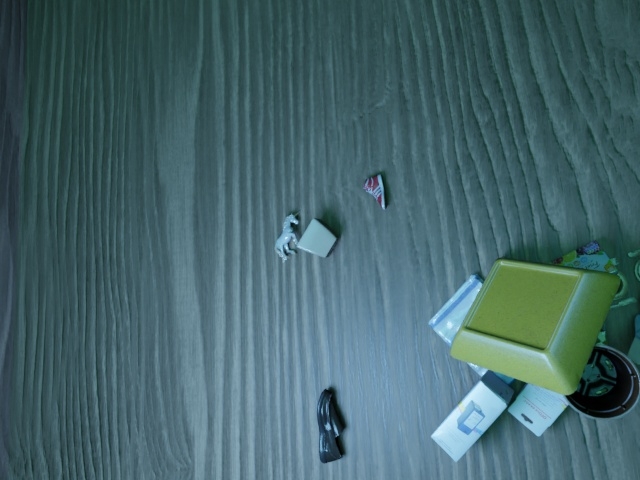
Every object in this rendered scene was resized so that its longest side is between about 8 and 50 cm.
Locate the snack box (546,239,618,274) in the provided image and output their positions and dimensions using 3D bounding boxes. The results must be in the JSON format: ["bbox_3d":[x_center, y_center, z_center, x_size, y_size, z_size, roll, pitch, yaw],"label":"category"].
[{"bbox_3d":[0.698,0.077,1.313,0.141,0.037,0.100,-31,57,17],"label":"snack box"}]

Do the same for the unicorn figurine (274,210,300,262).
[{"bbox_3d":[-0.106,-0.013,1.641,0.162,0.060,0.111,-47,61,14],"label":"unicorn figurine"}]

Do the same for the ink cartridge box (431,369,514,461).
[{"bbox_3d":[0.410,0.464,1.314,0.093,0.154,0.212,43,107,21],"label":"ink cartridge box"}]

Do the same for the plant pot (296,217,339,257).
[{"bbox_3d":[0.000,0.000,1.581,0.096,0.109,0.109,33,95,10],"label":"plant pot"}]

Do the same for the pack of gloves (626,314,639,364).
[{"bbox_3d":[0.840,0.281,1.172,0.195,0.232,0.046,28,129,24],"label":"pack of gloves"}]

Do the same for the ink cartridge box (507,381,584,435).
[{"bbox_3d":[0.598,0.416,1.309,0.104,0.061,0.181,40,97,21],"label":"ink cartridge box"}]

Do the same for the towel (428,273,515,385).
[{"bbox_3d":[0.473,0.263,1.394,0.209,0.034,0.285,-48,70,10],"label":"towel"}]

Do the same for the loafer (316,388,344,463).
[{"bbox_3d":[0.036,0.569,1.510,0.078,0.080,0.220,-4,87,11],"label":"loafer"}]

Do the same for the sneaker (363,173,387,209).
[{"bbox_3d":[0.173,-0.149,1.561,0.066,0.042,0.119,-12,71,16],"label":"sneaker"}]

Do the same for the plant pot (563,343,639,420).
[{"bbox_3d":[0.656,0.329,1.174,0.166,0.165,0.167,-3,81,22],"label":"plant pot"}]

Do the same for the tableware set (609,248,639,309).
[{"bbox_3d":[0.816,0.097,1.277,0.194,0.039,0.129,-23,75,17],"label":"tableware set"}]

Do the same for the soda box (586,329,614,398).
[{"bbox_3d":[0.720,0.325,1.273,0.058,0.061,0.182,-6,81,21],"label":"soda box"}]

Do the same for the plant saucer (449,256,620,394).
[{"bbox_3d":[0.511,0.174,1.222,0.332,0.081,0.333,8,58,52],"label":"plant saucer"}]
